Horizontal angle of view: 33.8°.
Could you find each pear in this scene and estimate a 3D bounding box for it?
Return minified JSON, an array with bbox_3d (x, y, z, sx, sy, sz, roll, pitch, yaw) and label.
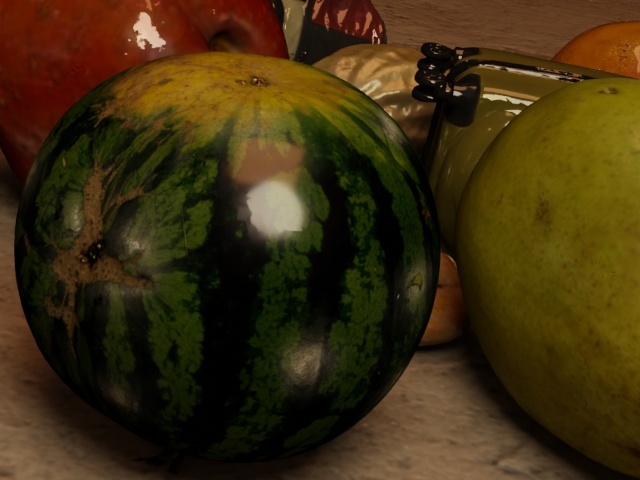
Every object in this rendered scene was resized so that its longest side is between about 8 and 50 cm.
[{"bbox_3d":[0.225,0.024,0.734,0.253,0.253,0.307,-1,29,-24],"label":"pear"}]

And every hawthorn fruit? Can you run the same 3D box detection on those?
[{"bbox_3d":[-0.163,-0.151,0.911,0.284,0.284,0.284,9,26,-4],"label":"hawthorn fruit"}]

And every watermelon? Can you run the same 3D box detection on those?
[{"bbox_3d":[-0.055,0.007,0.660,0.269,0.269,0.269,9,26,-4],"label":"watermelon"}]

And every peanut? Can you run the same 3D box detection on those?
[{"bbox_3d":[0.117,-0.147,1.171,0.313,0.149,0.149,-1,28,-36],"label":"peanut"}]

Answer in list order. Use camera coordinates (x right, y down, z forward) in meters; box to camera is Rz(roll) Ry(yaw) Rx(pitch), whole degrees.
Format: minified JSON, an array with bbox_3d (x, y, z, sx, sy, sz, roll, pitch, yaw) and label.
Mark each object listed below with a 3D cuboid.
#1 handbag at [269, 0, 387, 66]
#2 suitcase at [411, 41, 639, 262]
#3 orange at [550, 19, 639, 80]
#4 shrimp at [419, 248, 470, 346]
[{"bbox_3d":[-0.041,-0.269,1.262,0.181,0.181,0.254,12,39,-27],"label":"handbag"},{"bbox_3d":[0.187,-0.061,0.953,0.234,0.194,0.143,12,30,3],"label":"suitcase"},{"bbox_3d":[0.334,-0.117,1.104,0.240,0.240,0.240,9,26,-4],"label":"orange"},{"bbox_3d":[-0.002,0.007,0.898,0.178,0.075,0.289,-15,49,-38],"label":"shrimp"}]
